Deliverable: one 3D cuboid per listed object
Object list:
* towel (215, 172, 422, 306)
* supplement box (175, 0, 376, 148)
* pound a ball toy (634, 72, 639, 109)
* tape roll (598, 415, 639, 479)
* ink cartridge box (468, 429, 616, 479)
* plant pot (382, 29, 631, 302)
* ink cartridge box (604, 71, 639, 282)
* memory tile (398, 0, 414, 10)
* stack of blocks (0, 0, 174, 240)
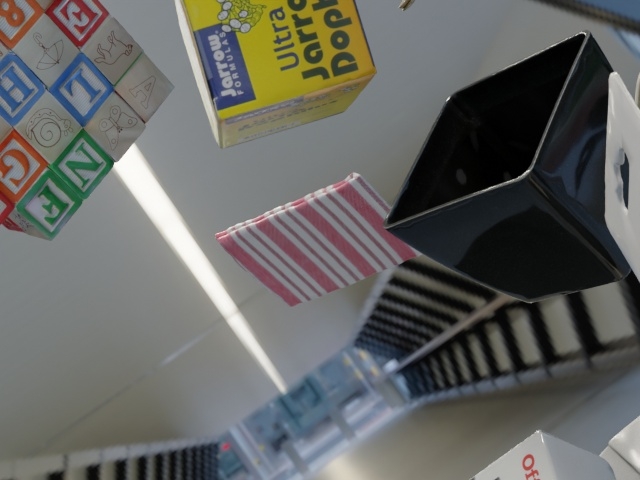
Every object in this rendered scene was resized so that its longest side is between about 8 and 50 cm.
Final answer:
[{"bbox_3d":[0.000,0.000,1.291,0.197,0.144,0.029,-23,44,25],"label":"towel"},{"bbox_3d":[-0.067,-0.248,1.467,0.195,0.194,0.356,-18,1,-4],"label":"supplement box"},{"bbox_3d":[0.542,-0.139,1.290,0.319,0.135,0.208,-3,22,-6],"label":"pound a ball toy"},{"bbox_3d":[0.480,0.352,1.529,0.392,0.072,0.391,-17,-52,-23],"label":"tape roll"},{"bbox_3d":[0.198,0.361,1.227,0.273,0.114,0.197,-43,36,28],"label":"ink cartridge box"},{"bbox_3d":[0.204,-0.049,1.072,0.187,0.167,0.188,-21,35,50],"label":"plant pot"},{"bbox_3d":[0.171,0.020,0.425,0.062,0.181,0.104,-19,-39,-2],"label":"ink cartridge box"},{"bbox_3d":[0.154,-0.363,1.483,0.148,0.012,0.113,-49,9,26],"label":"memory tile"},{"bbox_3d":[-0.274,-0.074,0.912,0.087,0.171,0.297,9,57,49],"label":"stack of blocks"}]
